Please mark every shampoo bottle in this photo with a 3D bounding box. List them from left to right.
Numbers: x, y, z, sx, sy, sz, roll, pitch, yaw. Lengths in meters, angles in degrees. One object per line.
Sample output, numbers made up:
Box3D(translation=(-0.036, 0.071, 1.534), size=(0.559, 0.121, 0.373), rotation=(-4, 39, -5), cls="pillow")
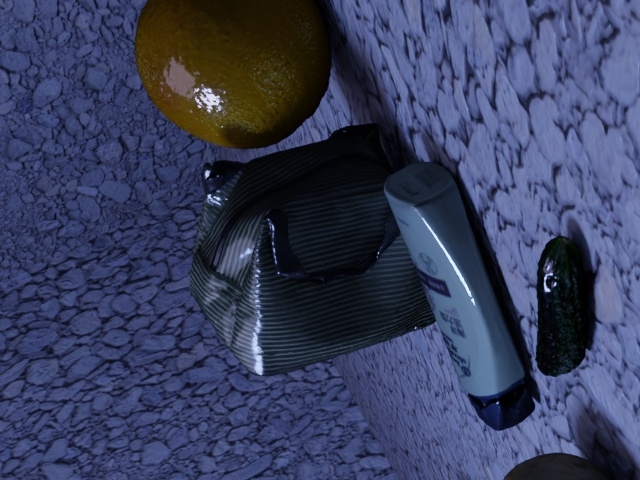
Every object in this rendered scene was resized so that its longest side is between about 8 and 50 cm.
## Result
Box3D(translation=(0.182, 0.080, 1.576), size=(0.134, 0.078, 0.359), rotation=(42, 158, 61), cls="shampoo bottle")

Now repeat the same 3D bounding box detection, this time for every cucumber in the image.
Box3D(translation=(0.235, 0.064, 1.243), size=(0.215, 0.052, 0.058), rotation=(76, -166, -55), cls="cucumber")

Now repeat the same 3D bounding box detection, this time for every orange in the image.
Box3D(translation=(-0.115, -0.258, 1.737), size=(0.274, 0.274, 0.274), rotation=(61, 173, 13), cls="orange")

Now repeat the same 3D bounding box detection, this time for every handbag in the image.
Box3D(translation=(0.000, 0.000, 1.706), size=(0.247, 0.340, 0.240), rotation=(-127, 29, -46), cls="handbag")

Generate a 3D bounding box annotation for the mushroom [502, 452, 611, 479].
Box3D(translation=(0.277, 0.365, 1.451), size=(0.255, 0.184, 0.255), rotation=(157, 90, -89), cls="mushroom")
